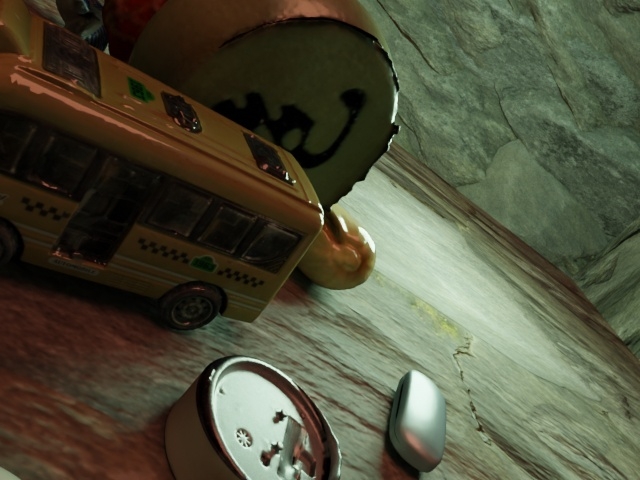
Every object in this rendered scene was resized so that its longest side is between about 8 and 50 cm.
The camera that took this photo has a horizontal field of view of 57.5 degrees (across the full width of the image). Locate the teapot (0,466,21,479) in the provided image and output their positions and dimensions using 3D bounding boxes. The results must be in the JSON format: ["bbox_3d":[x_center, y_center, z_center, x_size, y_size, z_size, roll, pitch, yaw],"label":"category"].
[{"bbox_3d":[-0.197,0.156,0.257,0.245,0.116,0.159,40,30,16],"label":"teapot"}]

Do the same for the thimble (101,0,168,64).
[{"bbox_3d":[-0.199,-0.350,0.864,0.231,0.350,0.350,-7,39,-16],"label":"thimble"}]

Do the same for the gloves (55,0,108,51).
[{"bbox_3d":[-0.391,-0.355,0.951,0.097,0.119,0.229,-6,39,-12],"label":"gloves"}]

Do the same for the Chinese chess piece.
[{"bbox_3d":[-0.070,-0.167,0.750,0.349,0.349,0.146,19,34,-46],"label":"Chinese chess piece"}]

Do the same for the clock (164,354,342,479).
[{"bbox_3d":[-0.053,0.175,0.513,0.156,0.063,0.229,37,21,-7],"label":"clock"}]

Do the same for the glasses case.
[{"bbox_3d":[0.127,0.227,0.752,0.067,0.045,0.178,40,21,0],"label":"glasses case"}]

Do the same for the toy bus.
[{"bbox_3d":[-0.186,-0.060,0.564,0.365,0.202,0.177,23,27,-38],"label":"toy bus"}]

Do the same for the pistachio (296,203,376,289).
[{"bbox_3d":[0.000,0.000,0.915,0.200,0.117,0.145,42,-19,35],"label":"pistachio"}]
